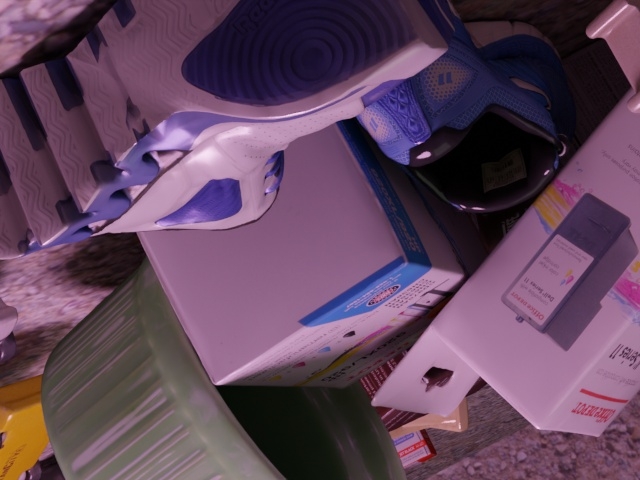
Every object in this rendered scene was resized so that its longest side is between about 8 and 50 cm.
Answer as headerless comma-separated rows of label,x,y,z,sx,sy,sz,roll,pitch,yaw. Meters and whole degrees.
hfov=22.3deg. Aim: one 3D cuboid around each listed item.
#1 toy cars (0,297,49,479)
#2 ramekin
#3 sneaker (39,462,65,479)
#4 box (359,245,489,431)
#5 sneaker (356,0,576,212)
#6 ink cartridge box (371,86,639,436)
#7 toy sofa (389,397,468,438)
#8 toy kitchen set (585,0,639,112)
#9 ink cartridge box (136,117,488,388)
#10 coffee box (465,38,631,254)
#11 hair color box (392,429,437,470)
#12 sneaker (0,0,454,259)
toy cars,-0.299,0.131,1.322,0.176,0.087,0.393,-37,161,-9
ramekin,-0.077,0.152,1.274,0.148,0.303,0.303,-37,162,15
sneaker,-0.213,0.303,1.910,0.140,0.125,0.341,-33,166,3
box,0.085,0.070,1.548,0.203,0.168,0.167,-20,162,-39
sneaker,0.111,-0.080,1.184,0.130,0.147,0.330,-34,163,24
ink cartridge box,0.216,0.034,1.237,0.353,0.119,0.207,-50,158,9
toy sofa,-0.030,0.159,1.692,0.362,0.150,0.177,-13,-170,-39
toy kitchen set,0.256,-0.201,0.995,0.122,0.166,0.207,-13,160,-38
ink cartridge box,0.000,0.000,1.216,0.171,0.168,0.233,-33,163,16
coffee box,0.231,-0.095,1.406,0.246,0.098,0.141,-27,161,1
hair color box,0.058,0.199,1.926,0.093,0.167,0.053,-29,165,7
sneaker,-0.058,-0.089,0.969,0.315,0.127,0.182,-26,169,25
